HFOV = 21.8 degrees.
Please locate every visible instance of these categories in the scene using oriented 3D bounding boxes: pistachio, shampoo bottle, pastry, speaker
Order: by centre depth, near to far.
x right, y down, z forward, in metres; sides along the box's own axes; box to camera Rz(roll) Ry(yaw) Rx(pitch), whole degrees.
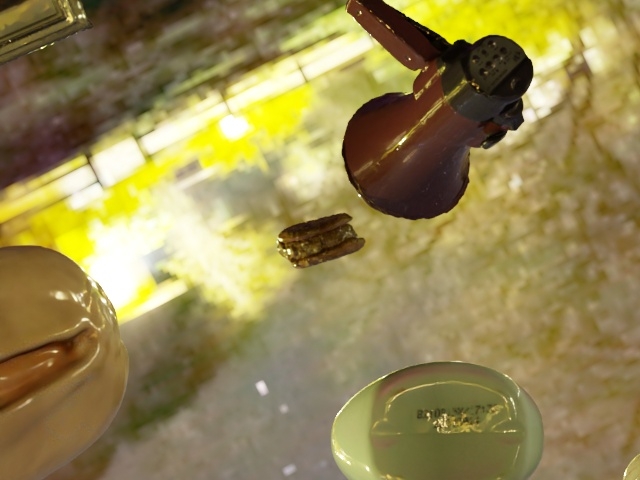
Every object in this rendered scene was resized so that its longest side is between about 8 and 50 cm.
[{"bbox_3d":[-0.284,0.113,1.292,0.299,0.187,0.187,-25,-179,-29],"label":"pistachio"},{"bbox_3d":[0.118,0.218,1.809,0.222,0.151,0.349,-4,172,-4],"label":"shampoo bottle"},{"bbox_3d":[0.000,0.000,2.061,0.109,0.057,0.097,-17,-179,21],"label":"pastry"},{"bbox_3d":[0.149,-0.207,2.211,0.198,0.259,0.329,-18,162,-24],"label":"speaker"}]

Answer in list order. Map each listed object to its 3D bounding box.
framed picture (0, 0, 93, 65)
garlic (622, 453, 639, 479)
[{"bbox_3d":[-0.360,-0.224,1.347,0.293,0.231,0.018,-22,-177,10],"label":"framed picture"},{"bbox_3d":[0.495,0.332,1.969,0.245,0.253,0.245,-37,-169,8],"label":"garlic"}]
